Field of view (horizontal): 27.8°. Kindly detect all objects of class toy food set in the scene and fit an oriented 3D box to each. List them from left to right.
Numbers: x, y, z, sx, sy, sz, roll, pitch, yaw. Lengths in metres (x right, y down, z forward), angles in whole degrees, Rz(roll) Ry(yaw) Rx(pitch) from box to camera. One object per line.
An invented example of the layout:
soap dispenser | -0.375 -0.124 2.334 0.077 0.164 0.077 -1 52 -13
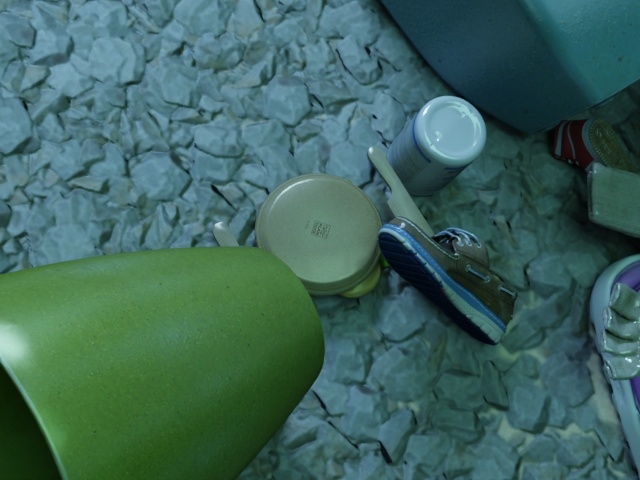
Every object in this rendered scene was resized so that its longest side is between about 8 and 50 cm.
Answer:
toy food set | 0.000 0.000 1.231 0.192 0.038 0.132 -25 76 -14

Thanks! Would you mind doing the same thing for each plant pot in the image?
plant pot | -0.148 0.120 1.057 0.293 0.275 0.275 -25 82 -37
plant pot | 0.228 -0.252 1.257 0.247 0.248 0.252 -31 93 -20

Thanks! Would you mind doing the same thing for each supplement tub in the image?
supplement tub | 0.110 -0.089 1.242 0.071 0.107 0.071 4 75 -15

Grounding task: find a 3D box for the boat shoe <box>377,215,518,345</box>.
boat shoe | 0.121 0.024 1.207 0.183 0.066 0.066 44 73 -38

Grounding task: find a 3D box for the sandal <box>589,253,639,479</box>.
sandal | 0.385 0.202 1.236 0.169 0.102 0.416 -26 81 -20

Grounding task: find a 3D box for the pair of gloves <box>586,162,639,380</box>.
pair of gloves | 0.352 0.041 1.248 0.204 0.042 0.240 10 57 -17

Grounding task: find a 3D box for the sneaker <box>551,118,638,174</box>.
sneaker | 0.280 -0.077 1.325 0.042 0.067 0.118 -42 119 -23
